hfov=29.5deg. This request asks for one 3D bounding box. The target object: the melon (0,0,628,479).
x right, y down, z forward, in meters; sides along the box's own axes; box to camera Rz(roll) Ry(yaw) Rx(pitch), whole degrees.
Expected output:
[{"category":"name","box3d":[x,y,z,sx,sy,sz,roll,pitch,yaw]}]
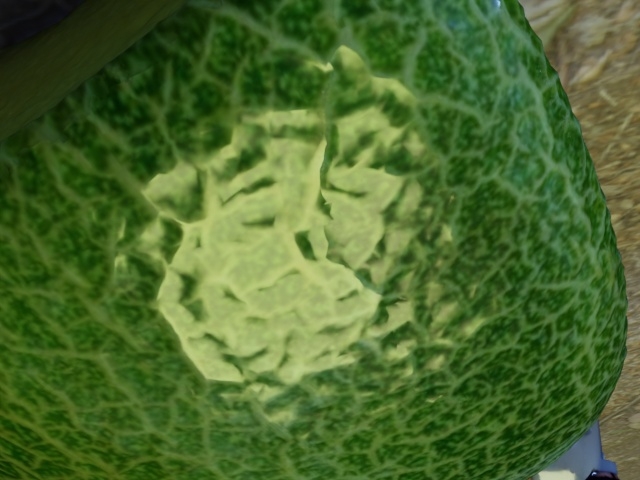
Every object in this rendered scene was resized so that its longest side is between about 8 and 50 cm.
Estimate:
[{"category":"melon","box3d":[-0.010,0.029,0.542,0.331,0.226,0.343,-35,119,17]}]

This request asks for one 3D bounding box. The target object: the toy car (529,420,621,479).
[{"category":"toy car","box3d":[0.142,0.158,1.019,0.212,0.180,0.270,-6,157,11]}]
